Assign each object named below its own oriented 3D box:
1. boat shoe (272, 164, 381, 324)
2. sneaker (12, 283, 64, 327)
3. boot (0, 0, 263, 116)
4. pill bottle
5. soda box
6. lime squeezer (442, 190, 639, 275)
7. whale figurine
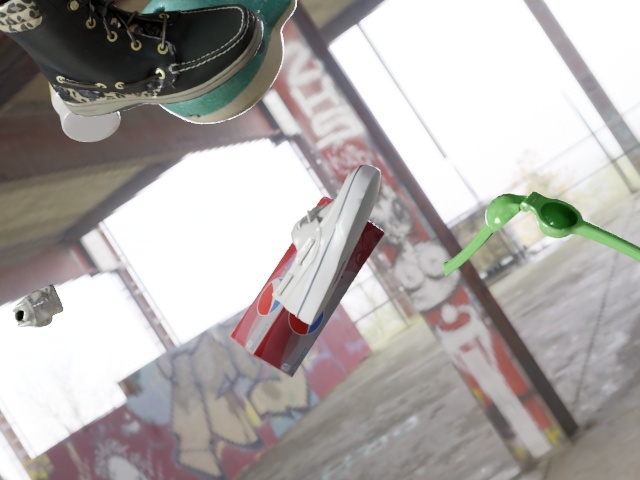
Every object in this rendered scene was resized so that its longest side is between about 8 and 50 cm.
[{"bbox_3d":[0.000,0.000,1.287,0.095,0.084,0.258,-45,-18,-59],"label":"boat shoe"},{"bbox_3d":[-0.416,0.100,1.389,0.061,0.054,0.152,-26,-3,-28],"label":"sneaker"},{"bbox_3d":[-0.193,-0.206,0.916,0.236,0.085,0.178,-12,-30,21],"label":"boot"},{"bbox_3d":[-0.418,-0.284,1.697,0.119,0.209,0.119,-13,-30,-8],"label":"pill bottle"},{"bbox_3d":[-0.020,0.067,1.457,0.263,0.083,0.092,-58,30,-5],"label":"soda box"},{"bbox_3d":[0.260,-0.004,1.151,0.310,0.110,0.058,-1,11,42],"label":"lime squeezer"},{"bbox_3d":[-0.130,-0.275,1.115,0.216,0.272,0.141,1,-16,37],"label":"whale figurine"}]
